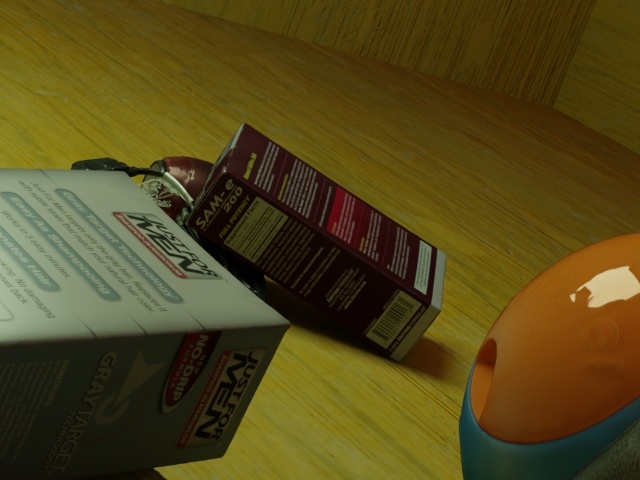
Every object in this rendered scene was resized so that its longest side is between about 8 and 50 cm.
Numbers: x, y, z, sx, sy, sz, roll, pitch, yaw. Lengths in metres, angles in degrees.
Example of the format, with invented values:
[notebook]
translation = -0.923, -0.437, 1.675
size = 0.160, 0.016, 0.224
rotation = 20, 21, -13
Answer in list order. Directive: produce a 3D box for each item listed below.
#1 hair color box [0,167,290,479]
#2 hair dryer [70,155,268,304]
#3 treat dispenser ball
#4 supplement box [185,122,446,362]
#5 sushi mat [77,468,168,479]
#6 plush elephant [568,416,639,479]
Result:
[hair color box]
translation = -0.218, 0.048, 1.012
size = 0.374, 0.113, 0.185
rotation = -2, 35, -49
[hair dryer]
translation = -0.099, 0.002, 1.704
size = 0.223, 0.080, 0.293
rotation = 44, 27, 20
[treat dispenser ball]
translation = 0.237, 0.135, 1.183
size = 0.288, 0.288, 0.288
rotation = 20, 14, -5
[supplement box]
translation = 0.000, 0.000, 1.652
size = 0.239, 0.073, 0.130
rotation = 34, 23, -8
[sushi mat]
translation = -0.187, 0.123, 1.056
size = 0.316, 0.019, 0.151
rotation = 36, 22, 24
[plush elephant]
translation = 0.185, 0.232, 0.853
size = 0.255, 0.330, 0.272
rotation = 48, 21, 11
